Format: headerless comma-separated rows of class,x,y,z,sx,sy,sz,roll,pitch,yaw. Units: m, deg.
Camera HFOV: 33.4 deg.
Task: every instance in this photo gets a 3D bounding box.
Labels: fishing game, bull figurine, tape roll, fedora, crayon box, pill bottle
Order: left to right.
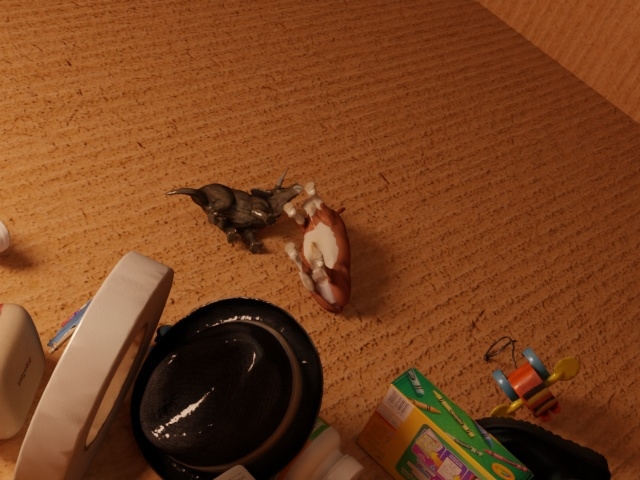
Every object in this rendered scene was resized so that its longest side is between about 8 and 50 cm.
fishing game,-0.371,0.116,1.758,0.041,0.189,0.264,48,-7,-9
tape roll,-0.327,0.201,1.565,0.072,0.392,0.392,24,36,-2
fedora,-0.164,0.239,1.659,0.334,0.334,0.152,39,0,17
pill bottle,-0.053,0.337,1.769,0.246,0.136,0.136,38,38,15
bull figurine,0.000,0.000,2.197,0.188,0.101,0.310,48,23,-46
crayon box,0.210,0.376,1.852,0.278,0.165,0.081,41,39,19

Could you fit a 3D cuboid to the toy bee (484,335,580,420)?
toy bee,0.428,0.288,2.097,0.162,0.195,0.298,52,26,-6

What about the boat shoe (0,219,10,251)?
boat shoe,-0.687,-0.032,1.886,0.277,0.098,0.096,21,36,9

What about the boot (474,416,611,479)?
boot,0.396,0.465,1.883,0.348,0.131,0.260,17,37,-12

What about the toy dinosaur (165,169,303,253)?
toy dinosaur,-0.184,-0.064,2.228,0.314,0.121,0.160,2,31,-22

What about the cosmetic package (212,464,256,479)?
cosmetic package,-0.131,0.463,1.557,0.184,0.151,0.151,43,39,20

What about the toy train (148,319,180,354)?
toy train,-0.231,0.221,1.861,0.105,0.080,0.184,10,36,-35

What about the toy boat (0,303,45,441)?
toy boat,-0.532,0.204,1.674,0.151,0.151,0.231,-4,37,9
